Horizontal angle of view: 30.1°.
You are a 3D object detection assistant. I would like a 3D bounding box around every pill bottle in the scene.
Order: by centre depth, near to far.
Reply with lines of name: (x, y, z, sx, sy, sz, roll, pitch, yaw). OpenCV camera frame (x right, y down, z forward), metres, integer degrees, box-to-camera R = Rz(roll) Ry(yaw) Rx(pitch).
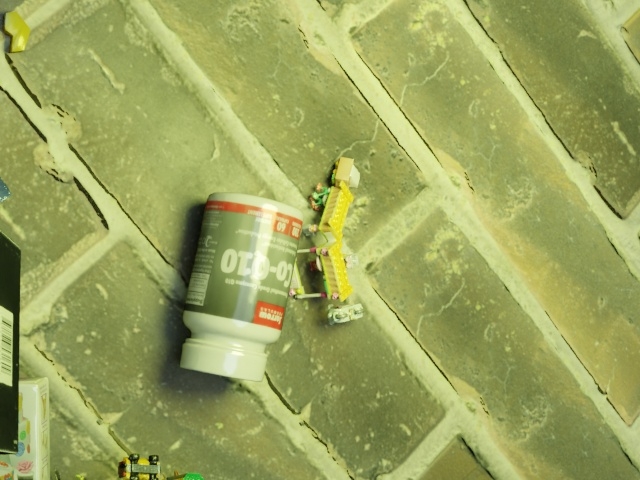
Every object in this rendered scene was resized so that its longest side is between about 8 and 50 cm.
pill bottle: (-0.129, 0.076, 1.904, 0.161, 0.161, 0.283, 14, 83, -25)

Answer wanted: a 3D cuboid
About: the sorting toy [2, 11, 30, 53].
sorting toy: (-0.535, -0.407, 1.777, 0.229, 0.041, 0.307, -40, 106, -21)

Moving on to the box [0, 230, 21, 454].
box: (-0.562, 0.138, 1.575, 0.293, 0.183, 0.297, -2, 77, -1)

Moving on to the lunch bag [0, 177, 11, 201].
lunch bag: (-0.508, -0.077, 1.751, 0.067, 0.098, 0.065, -42, 112, -35)

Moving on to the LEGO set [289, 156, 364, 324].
LEGO set: (0.000, 0.000, 2.025, 0.132, 0.107, 0.287, 5, 81, -61)

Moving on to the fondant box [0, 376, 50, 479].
fondant box: (-0.511, 0.364, 1.699, 0.238, 0.096, 0.331, -1, 90, -1)

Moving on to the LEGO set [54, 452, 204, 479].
LEGO set: (-0.307, 0.503, 1.827, 0.254, 0.192, 0.332, 3, 73, -45)
